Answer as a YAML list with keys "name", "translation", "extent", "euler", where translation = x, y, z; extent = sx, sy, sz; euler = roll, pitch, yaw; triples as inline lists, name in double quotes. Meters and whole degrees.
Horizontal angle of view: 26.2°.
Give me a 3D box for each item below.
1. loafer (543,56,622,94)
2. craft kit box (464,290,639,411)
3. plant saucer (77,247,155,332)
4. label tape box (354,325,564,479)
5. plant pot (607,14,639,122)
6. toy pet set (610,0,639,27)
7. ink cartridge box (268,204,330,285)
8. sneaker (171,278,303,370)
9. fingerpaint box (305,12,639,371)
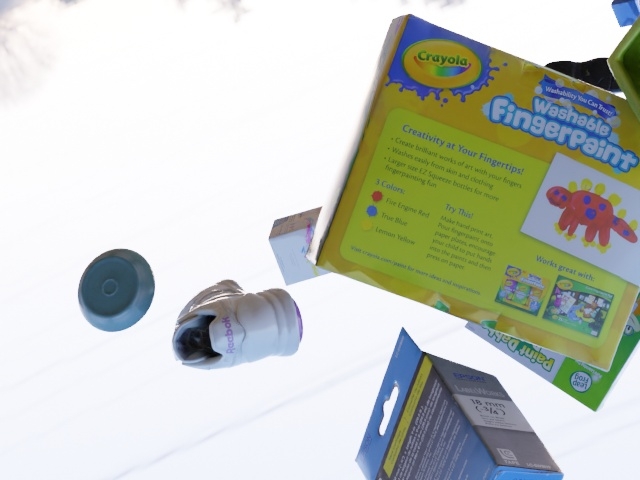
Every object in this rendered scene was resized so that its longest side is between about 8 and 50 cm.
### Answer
- name: "loafer"
  translation: [0.455, -0.271, 2.303]
  extent: [0.170, 0.062, 0.061]
  euler: [6, 169, 10]
- name: "craft kit box"
  translation: [0.392, 0.098, 2.155]
  extent: [0.247, 0.250, 0.061]
  euler: [-62, 161, 14]
- name: "plant saucer"
  translation: [-0.285, 0.066, 1.891]
  extent: [0.119, 0.119, 0.021]
  euler: [-20, 160, 12]
- name: "label tape box"
  translation: [0.176, 0.303, 1.843]
  extent: [0.106, 0.241, 0.334]
  euler: [8, -155, -22]
- name: "plant pot"
  translation: [0.555, -0.226, 1.820]
  extent: [0.207, 0.227, 0.228]
  euler: [6, 138, -33]
- name: "toy pet set"
  translation: [0.517, -0.379, 2.141]
  extent: [0.114, 0.122, 0.065]
  euler: [-5, 173, 40]
- name: "ink cartridge box"
  translation: [0.000, 0.000, 2.242]
  extent: [0.143, 0.090, 0.092]
  euler: [-17, -161, 12]
- name: "sneaker"
  translation: [-0.147, 0.112, 1.811]
  extent: [0.152, 0.114, 0.305]
  euler: [-9, 178, -28]
- name: "fingerpaint box"
  translation: [0.251, -0.069, 1.949]
  extent: [0.444, 0.371, 0.163]
  euler: [19, -176, -8]
